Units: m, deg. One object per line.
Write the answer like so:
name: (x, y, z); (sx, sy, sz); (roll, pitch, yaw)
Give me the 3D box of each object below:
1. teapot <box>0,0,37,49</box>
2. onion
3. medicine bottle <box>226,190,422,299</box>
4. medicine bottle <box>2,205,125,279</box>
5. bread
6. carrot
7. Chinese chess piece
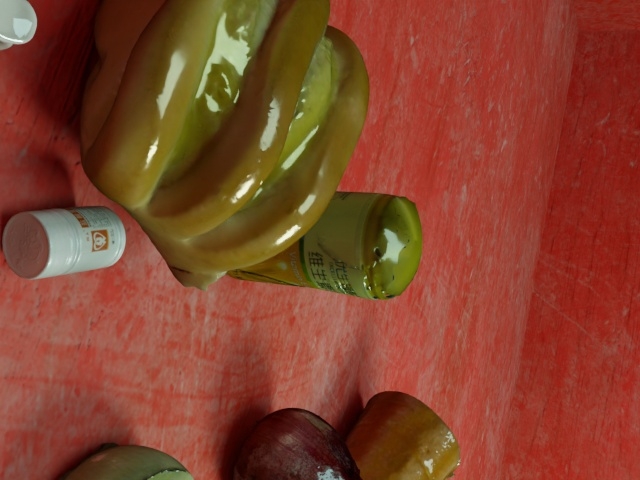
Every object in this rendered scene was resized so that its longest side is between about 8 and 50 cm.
teapot: (-0.287, -0.143, 0.356); (0.300, 0.166, 0.208); (-1, 85, -54)
onion: (-0.013, 0.303, 0.966); (0.159, 0.195, 0.159); (-44, 143, -46)
medicine bottle: (0.000, 0.000, 0.868); (0.124, 0.239, 0.124); (-19, 112, -58)
medicine bottle: (-0.214, 0.000, 0.639); (0.089, 0.057, 0.057); (-12, 107, -62)
bread: (-0.077, -0.141, 0.696); (0.270, 0.211, 0.315); (64, 33, -47)
carrot: (0.094, 0.394, 1.245); (0.254, 0.196, 0.196); (-38, 129, -44)
Chinese chess piece: (-0.195, 0.293, 0.728); (0.188, 0.083, 0.188); (-35, 130, -56)
